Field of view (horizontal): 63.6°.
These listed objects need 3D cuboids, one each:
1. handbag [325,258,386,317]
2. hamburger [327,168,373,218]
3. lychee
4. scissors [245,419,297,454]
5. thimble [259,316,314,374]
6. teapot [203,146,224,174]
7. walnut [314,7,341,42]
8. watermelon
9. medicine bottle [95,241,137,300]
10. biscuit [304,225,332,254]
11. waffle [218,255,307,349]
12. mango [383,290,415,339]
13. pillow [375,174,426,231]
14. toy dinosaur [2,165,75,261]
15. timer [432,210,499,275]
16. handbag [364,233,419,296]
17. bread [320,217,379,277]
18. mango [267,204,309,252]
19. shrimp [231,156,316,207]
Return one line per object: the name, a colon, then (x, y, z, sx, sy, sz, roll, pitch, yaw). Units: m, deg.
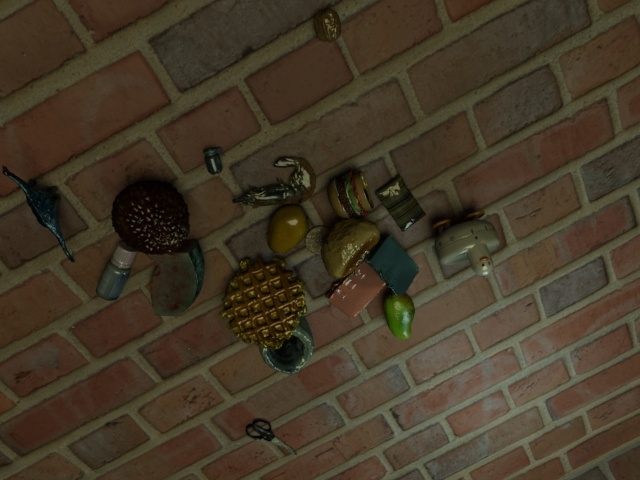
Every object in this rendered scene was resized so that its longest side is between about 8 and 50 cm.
handbag: (0.137, 0.180, 1.982, 0.157, 0.059, 0.212, 36, 102, -25)
hamburger: (0.097, -0.151, 1.760, 0.136, 0.175, 0.175, -20, 118, 13)
lychee: (-0.526, -0.070, 1.623, 0.236, 0.271, 0.236, -36, 155, -20)
scissors: (-0.203, 0.877, 2.265, 0.109, 0.022, 0.300, -39, 117, 12)
thimble: (-0.131, 0.380, 1.958, 0.204, 0.172, 0.250, -24, 116, -2)
teapot: (-0.342, -0.260, 1.675, 0.063, 0.049, 0.083, -14, 117, -5)
walnut: (0.022, -0.646, 1.554, 0.078, 0.082, 0.096, -1, 120, 20)
watermelon: (-0.509, 0.114, 1.797, 0.226, 0.148, 0.318, 34, 119, -6)
medicine bottle: (-0.692, 0.104, 1.756, 0.083, 0.083, 0.203, 24, 110, -21)
biscuit: (0.000, 0.000, 1.891, 0.120, 0.015, 0.120, -5, 116, -10)
waffle: (-0.195, 0.215, 1.831, 0.301, 0.068, 0.325, 24, 84, 6)
mango: (0.317, 0.292, 2.046, 0.125, 0.111, 0.233, -18, 117, 6)
pillow: (0.294, -0.130, 1.878, 0.113, 0.038, 0.203, -37, 117, 7)
toy dinosaur: (-0.856, -0.098, 1.597, 0.076, 0.147, 0.363, -18, 125, -1)
timer: (0.543, 0.031, 1.890, 0.233, 0.233, 0.240, -15, 73, -5)
handbag: (0.269, 0.093, 1.932, 0.221, 0.057, 0.144, 49, 64, -27)
bread: (0.097, 0.015, 1.823, 0.134, 0.244, 0.244, 39, 106, 17)
mango: (-0.120, -0.038, 1.805, 0.137, 0.098, 0.195, 29, 120, -22)
shrimp: (-0.158, -0.195, 1.747, 0.295, 0.058, 0.169, -9, 111, -13)
